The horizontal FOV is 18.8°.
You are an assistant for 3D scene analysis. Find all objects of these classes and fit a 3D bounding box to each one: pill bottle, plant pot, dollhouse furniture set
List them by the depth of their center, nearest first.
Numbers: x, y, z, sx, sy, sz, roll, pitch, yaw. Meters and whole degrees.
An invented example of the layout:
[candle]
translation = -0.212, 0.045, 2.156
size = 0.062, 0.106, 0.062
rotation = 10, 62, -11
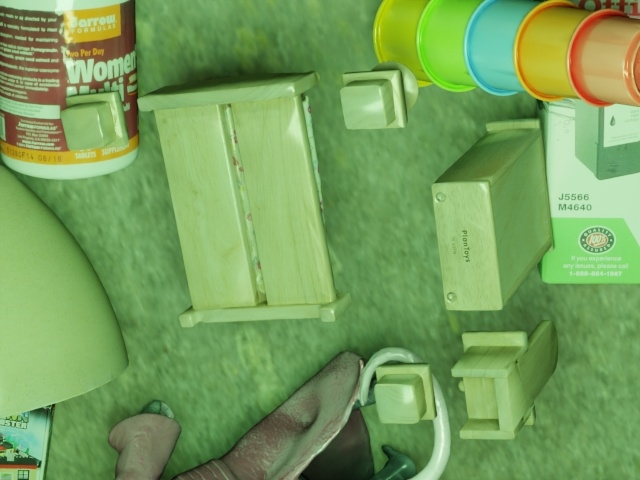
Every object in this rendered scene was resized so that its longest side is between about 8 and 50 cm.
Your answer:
[dollhouse furniture set]
translation = 0.000, 0.000, 1.601
size = 0.356, 0.174, 0.303
rotation = -2, 107, 22
[pill bottle]
translation = -0.215, -0.172, 1.628
size = 0.121, 0.121, 0.221
rotation = 1, 110, 1
[plant pot]
translation = -0.319, 0.038, 1.638
size = 0.284, 0.284, 0.191
rotation = -9, 97, 5

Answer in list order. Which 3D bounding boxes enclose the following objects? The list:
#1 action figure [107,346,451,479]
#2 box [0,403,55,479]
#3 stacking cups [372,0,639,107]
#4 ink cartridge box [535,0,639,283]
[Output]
[action figure]
translation = -0.076, 0.254, 1.690
size = 0.370, 0.276, 0.248
rotation = -20, 92, -19
[box]
translation = -0.357, 0.183, 1.803
size = 0.207, 0.036, 0.114
rotation = 9, 109, -1
[stacking cups]
translation = 0.160, -0.147, 1.523
size = 0.096, 0.316, 0.096
rotation = -7, 105, -28
[ink cartridge box]
translation = 0.285, -0.108, 1.640
size = 0.198, 0.115, 0.273
rotation = 0, 110, 2
